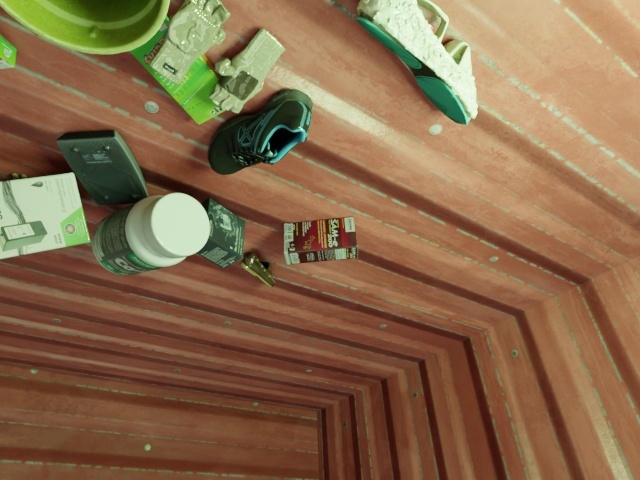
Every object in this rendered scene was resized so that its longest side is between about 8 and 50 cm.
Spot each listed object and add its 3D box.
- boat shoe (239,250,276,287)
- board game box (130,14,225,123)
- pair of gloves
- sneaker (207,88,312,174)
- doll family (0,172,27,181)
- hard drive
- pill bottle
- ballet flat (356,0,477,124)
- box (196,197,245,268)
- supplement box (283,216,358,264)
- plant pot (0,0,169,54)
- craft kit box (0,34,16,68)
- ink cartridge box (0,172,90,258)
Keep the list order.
[{"bbox_3d":[-0.218,0.112,1.670,0.073,0.073,0.207,-49,144,-7],"label":"boat shoe"},{"bbox_3d":[-0.315,-0.390,1.023,0.124,0.039,0.259,-21,143,19],"label":"board game box"},{"bbox_3d":[-0.222,-0.407,0.979,0.240,0.042,0.204,21,121,-35],"label":"pair of gloves"},{"bbox_3d":[-0.168,-0.250,1.135,0.341,0.139,0.125,-28,139,30],"label":"sneaker"},{"bbox_3d":[-0.882,-0.128,1.264,0.193,0.111,0.076,-1,143,-3],"label":"doll family"},{"bbox_3d":[-0.590,-0.200,1.238,0.172,0.054,0.254,-3,144,1],"label":"hard drive"},{"bbox_3d":[-0.494,-0.016,1.290,0.361,0.204,0.204,-13,146,43],"label":"pill bottle"},{"bbox_3d":[0.251,-0.410,0.972,0.147,0.146,0.409,-32,135,32],"label":"ballet flat"},{"bbox_3d":[-0.328,-0.020,1.413,0.093,0.155,0.158,-28,137,28],"label":"box"},{"bbox_3d":[0.000,0.000,1.488,0.240,0.130,0.073,-6,143,2],"label":"supplement box"},{"bbox_3d":[-0.363,-0.489,0.706,0.276,0.253,0.276,-3,142,-2],"label":"plant pot"},{"bbox_3d":[-0.795,-0.416,0.861,0.250,0.060,0.246,-5,164,3],"label":"craft kit box"},{"bbox_3d":[-0.792,-0.062,1.195,0.273,0.198,0.115,-14,-172,-29],"label":"ink cartridge box"}]
